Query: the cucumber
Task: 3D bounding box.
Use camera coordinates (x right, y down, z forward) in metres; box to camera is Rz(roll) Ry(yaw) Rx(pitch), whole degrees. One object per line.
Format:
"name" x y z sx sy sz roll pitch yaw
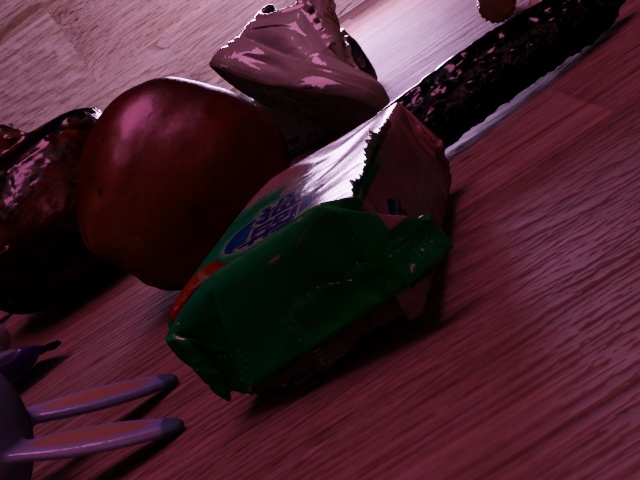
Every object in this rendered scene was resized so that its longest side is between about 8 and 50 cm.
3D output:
"cucumber" 0.177 -0.168 0.988 0.300 0.072 0.072 -36 14 -13

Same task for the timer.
"timer" -0.248 0.130 0.752 0.255 0.175 0.175 -33 14 -2

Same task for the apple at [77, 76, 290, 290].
"apple" -0.152 -0.060 1.089 0.234 0.234 0.234 -32 14 9

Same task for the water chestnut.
"water chestnut" -0.405 -0.069 1.485 0.350 0.302 0.350 -33 9 6

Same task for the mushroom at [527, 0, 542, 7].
"mushroom" 0.324 -0.301 1.113 0.209 0.071 0.084 -34 45 12

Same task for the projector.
"projector" -0.034 -0.211 1.531 0.198 0.108 0.250 -28 15 21

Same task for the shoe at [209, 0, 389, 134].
"shoe" -0.006 -0.241 1.313 0.316 0.124 0.159 21 79 43

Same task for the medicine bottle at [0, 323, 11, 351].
"medicine bottle" -0.437 0.147 1.298 0.055 0.074 0.118 -31 14 15

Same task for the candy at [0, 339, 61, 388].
"candy" -0.418 0.185 1.131 0.275 0.070 0.145 -34 8 -39

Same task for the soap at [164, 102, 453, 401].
"soap" 0.002 0.002 0.749 0.217 0.098 0.273 -35 10 21

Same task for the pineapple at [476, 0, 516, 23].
"pineapple" 0.252 -0.335 1.435 0.058 0.058 0.124 -27 9 24
